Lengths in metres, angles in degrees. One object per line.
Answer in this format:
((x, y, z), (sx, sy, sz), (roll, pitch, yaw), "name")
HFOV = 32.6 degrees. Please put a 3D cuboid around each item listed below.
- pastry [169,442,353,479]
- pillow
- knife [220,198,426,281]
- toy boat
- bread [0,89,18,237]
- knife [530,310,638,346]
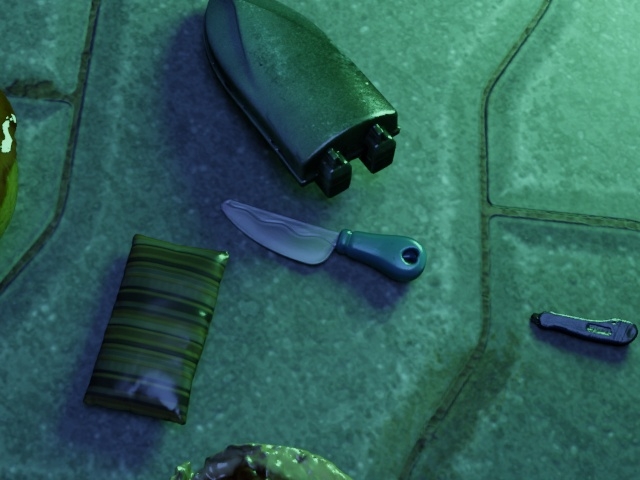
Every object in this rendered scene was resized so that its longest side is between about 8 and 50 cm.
((-0.046, 0.331, 1.016), (0.237, 0.170, 0.256), (9, 53, -26), "pastry")
((-0.173, 0.092, 1.175), (0.113, 0.038, 0.203), (12, 63, 2), "pillow")
((0.000, 0.002, 1.247), (0.244, 0.032, 0.058), (12, 73, 4), "knife")
((-0.041, -0.194, 1.301), (0.141, 0.092, 0.319), (-30, 65, -18), "toy boat")
((-0.447, -0.071, 1.156), (0.270, 0.148, 0.270), (3, 65, -6), "bread")
((0.299, 0.097, 1.242), (0.121, 0.018, 0.031), (12, 71, -1), "knife")
